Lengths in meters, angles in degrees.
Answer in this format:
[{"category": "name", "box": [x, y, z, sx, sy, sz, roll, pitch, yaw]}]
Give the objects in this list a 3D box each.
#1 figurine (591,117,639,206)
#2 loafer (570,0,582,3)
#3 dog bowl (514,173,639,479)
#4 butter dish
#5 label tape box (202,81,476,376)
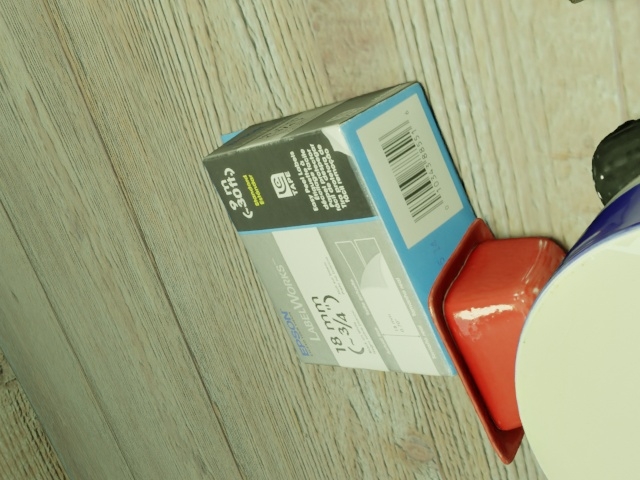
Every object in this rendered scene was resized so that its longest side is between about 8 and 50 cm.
[{"category": "figurine", "box": [0.298, -0.017, 0.522, 0.215, 0.092, 0.209, 54, 144, 0]}, {"category": "loafer", "box": [0.210, -0.159, 0.523, 0.170, 0.062, 0.061, -5, 120, 55]}, {"category": "dog bowl", "box": [0.246, 0.082, 0.501, 0.265, 0.104, 0.265, 21, 128, 29]}, {"category": "butter dish", "box": [0.173, 0.065, 0.723, 0.118, 0.160, 0.160, -18, 107, 33]}, {"category": "label tape box", "box": [0.000, 0.000, 0.899, 0.334, 0.106, 0.240, -5, 115, 54]}]
